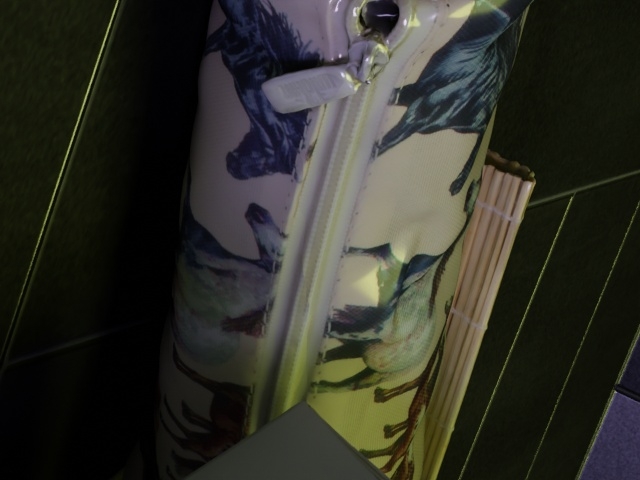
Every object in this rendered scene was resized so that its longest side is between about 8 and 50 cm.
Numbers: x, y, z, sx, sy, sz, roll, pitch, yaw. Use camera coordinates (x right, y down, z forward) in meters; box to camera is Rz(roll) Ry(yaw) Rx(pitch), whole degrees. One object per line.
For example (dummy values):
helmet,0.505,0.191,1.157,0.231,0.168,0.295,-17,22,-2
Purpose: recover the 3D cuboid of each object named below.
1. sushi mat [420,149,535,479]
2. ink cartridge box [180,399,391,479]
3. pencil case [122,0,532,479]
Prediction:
sushi mat,0.018,0.073,1.092,0.019,0.151,0.316,-19,132,-50
ink cartridge box,-0.056,0.231,0.847,0.273,0.114,0.197,-32,114,-7
pencil case,0.000,0.000,0.930,0.183,0.160,0.410,-56,162,-53
